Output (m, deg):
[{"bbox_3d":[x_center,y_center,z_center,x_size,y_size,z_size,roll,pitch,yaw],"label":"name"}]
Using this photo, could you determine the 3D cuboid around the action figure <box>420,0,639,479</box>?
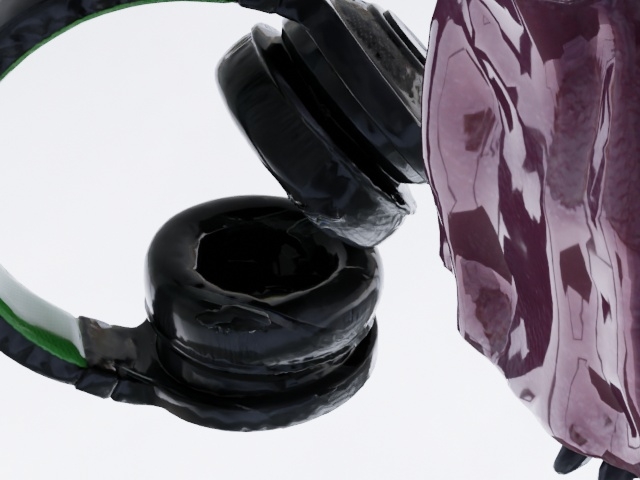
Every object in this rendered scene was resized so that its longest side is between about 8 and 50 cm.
[{"bbox_3d":[0.097,-0.107,0.471,0.275,0.370,0.248,-30,-142,-22],"label":"action figure"}]

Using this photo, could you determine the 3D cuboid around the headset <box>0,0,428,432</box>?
[{"bbox_3d":[0.000,0.000,0.777,0.394,0.243,0.185,13,-152,-23],"label":"headset"}]
